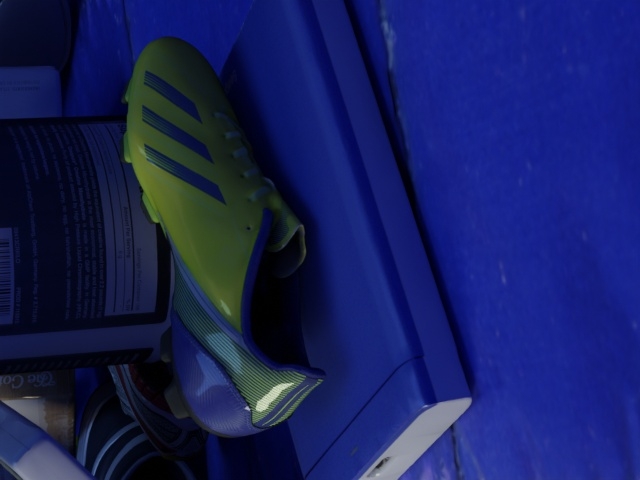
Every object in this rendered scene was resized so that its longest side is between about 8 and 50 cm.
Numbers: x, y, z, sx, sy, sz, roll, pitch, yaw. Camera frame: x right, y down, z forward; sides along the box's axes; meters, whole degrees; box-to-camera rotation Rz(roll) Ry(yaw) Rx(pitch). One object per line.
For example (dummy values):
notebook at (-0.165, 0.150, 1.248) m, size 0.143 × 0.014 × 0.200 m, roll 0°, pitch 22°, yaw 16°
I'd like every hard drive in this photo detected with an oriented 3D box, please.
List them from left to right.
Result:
hard drive at (0.000, 0.000, 1.103) m, size 0.210 × 0.040 × 0.319 m, roll 123°, pitch 136°, yaw -56°

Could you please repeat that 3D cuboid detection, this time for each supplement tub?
supplement tub at (-0.197, 0.002, 1.261) m, size 0.191 × 0.272 × 0.191 m, roll 177°, pitch 90°, yaw -66°

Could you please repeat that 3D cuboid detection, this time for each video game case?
video game case at (-0.136, 0.229, 1.229) m, size 0.329 × 0.036 × 0.300 m, roll 47°, pitch 166°, yaw -20°

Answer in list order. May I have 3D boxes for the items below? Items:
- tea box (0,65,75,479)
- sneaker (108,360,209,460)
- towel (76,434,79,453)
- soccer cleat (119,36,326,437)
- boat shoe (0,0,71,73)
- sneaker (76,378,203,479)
tea box at (-0.344, 0.054, 1.580) m, size 0.329 × 0.220 × 0.324 m, roll 108°, pitch 158°, yaw -66°
sneaker at (-0.154, 0.102, 1.430) m, size 0.225 × 0.088 × 0.093 m, roll -125°, pitch 34°, yaw -51°
towel at (-0.217, 0.309, 1.712) m, size 0.102 × 0.021 × 0.237 m, roll 140°, pitch 120°, yaw -64°
soccer cleat at (-0.057, -0.014, 1.102) m, size 0.121 × 0.093 × 0.289 m, roll -28°, pitch 62°, yaw 33°
boat shoe at (-0.327, -0.167, 1.742) m, size 0.095 × 0.112 × 0.335 m, roll 61°, pitch 151°, yaw 35°
sneaker at (-0.167, 0.278, 1.489) m, size 0.153 × 0.099 × 0.282 m, roll -140°, pitch 52°, yaw -61°
